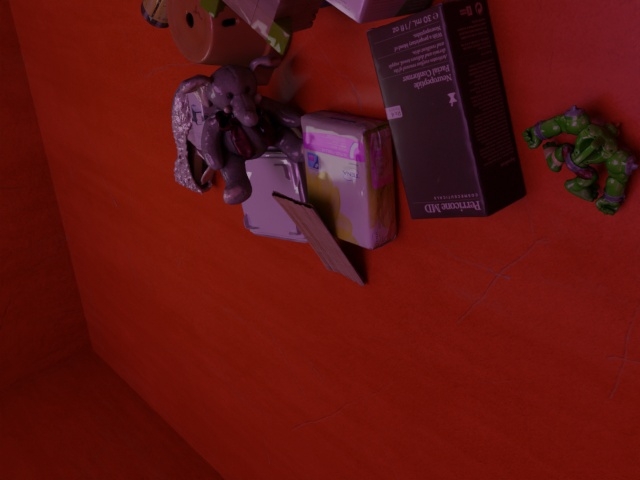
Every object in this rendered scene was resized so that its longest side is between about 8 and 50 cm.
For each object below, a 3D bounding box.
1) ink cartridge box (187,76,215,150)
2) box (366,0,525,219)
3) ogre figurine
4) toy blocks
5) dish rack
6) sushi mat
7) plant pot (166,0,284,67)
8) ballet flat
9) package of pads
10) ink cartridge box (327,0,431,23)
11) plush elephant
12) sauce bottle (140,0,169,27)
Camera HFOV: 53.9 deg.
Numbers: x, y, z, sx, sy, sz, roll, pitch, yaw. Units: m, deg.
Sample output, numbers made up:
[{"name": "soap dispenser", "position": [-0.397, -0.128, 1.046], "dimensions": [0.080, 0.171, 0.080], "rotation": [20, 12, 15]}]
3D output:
[{"name": "ink cartridge box", "position": [-0.282, -0.355, 1.746], "dimensions": [0.082, 0.140, 0.190], "rotation": [20, 124, 46]}, {"name": "box", "position": [0.235, -0.238, 1.185], "dimensions": [0.191, 0.143, 0.381], "rotation": [-1, 110, 51]}, {"name": "ogre figurine", "position": [0.435, -0.138, 1.032], "dimensions": [0.197, 0.097, 0.118], "rotation": [66, 157, 19]}, {"name": "toy blocks", "position": [-0.108, -0.574, 1.333], "dimensions": [0.381, 0.261, 0.190], "rotation": [45, 137, 15]}, {"name": "dish rack", "position": [-0.135, -0.126, 1.756], "dimensions": [0.333, 0.072, 0.285], "rotation": [8, 115, 47]}, {"name": "sushi mat", "position": [0.000, 0.000, 1.572], "dimensions": [0.151, 0.019, 0.316], "rotation": [21, 155, 44]}, {"name": "plant pot", "position": [-0.237, -0.549, 1.531], "dimensions": [0.291, 0.203, 0.291], "rotation": [28, 130, 40]}, {"name": "ballet flat", "position": [-0.358, -0.290, 1.885], "dimensions": [0.147, 0.147, 0.409], "rotation": [49, 150, 21]}, {"name": "package of pads", "position": [0.069, -0.143, 1.470], "dimensions": [0.229, 0.101, 0.296], "rotation": [22, 126, 44]}, {"name": "ink cartridge box", "position": [0.144, -0.562, 1.052], "dimensions": [0.119, 0.207, 0.353], "rotation": [45, 138, 23]}, {"name": "plush elephant", "position": [-0.187, -0.308, 1.520], "dimensions": [0.330, 0.272, 0.255], "rotation": [61, 173, 22]}, {"name": "sauce bottle", "position": [-0.387, -0.713, 1.700], "dimensions": [0.344, 0.111, 0.111], "rotation": [-29, 87, 52]}]
